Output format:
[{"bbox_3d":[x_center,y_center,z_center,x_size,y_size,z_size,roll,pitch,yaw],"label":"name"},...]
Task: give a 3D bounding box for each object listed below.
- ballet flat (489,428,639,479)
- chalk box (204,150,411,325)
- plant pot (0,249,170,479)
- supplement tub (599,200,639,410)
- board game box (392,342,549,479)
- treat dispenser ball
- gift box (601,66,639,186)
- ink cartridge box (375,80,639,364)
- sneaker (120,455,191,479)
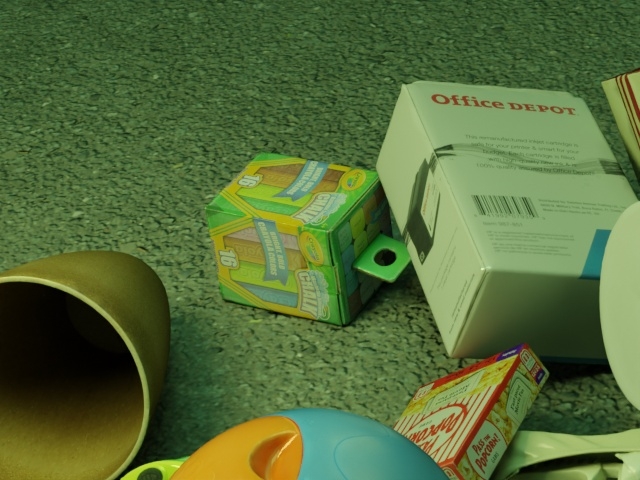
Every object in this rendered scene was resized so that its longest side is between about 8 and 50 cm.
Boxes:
[{"bbox_3d":[0.269,0.222,1.838,0.248,0.086,0.086,-5,31,24],"label":"ballet flat"},{"bbox_3d":[0.000,0.000,2.204,0.213,0.132,0.132,10,36,28],"label":"chalk box"},{"bbox_3d":[-0.253,0.108,2.043,0.237,0.237,0.254,0,18,13],"label":"plant pot"},{"bbox_3d":[0.451,0.056,1.850,0.325,0.235,0.235,-2,29,-18],"label":"supplement tub"},{"bbox_3d":[0.123,0.191,1.891,0.147,0.045,0.193,-28,16,39],"label":"board game box"},{"bbox_3d":[-0.009,0.282,1.615,0.288,0.288,0.288,-6,32,4],"label":"treat dispenser ball"},{"bbox_3d":[0.468,-0.097,2.099,0.255,0.258,0.276,-20,1,1],"label":"gift box"},{"bbox_3d":[0.210,-0.021,2.078,0.223,0.129,0.307,3,40,-20],"label":"ink cartridge box"},{"bbox_3d":[-0.056,0.238,1.867,0.295,0.109,0.123,-14,-2,21],"label":"sneaker"}]
